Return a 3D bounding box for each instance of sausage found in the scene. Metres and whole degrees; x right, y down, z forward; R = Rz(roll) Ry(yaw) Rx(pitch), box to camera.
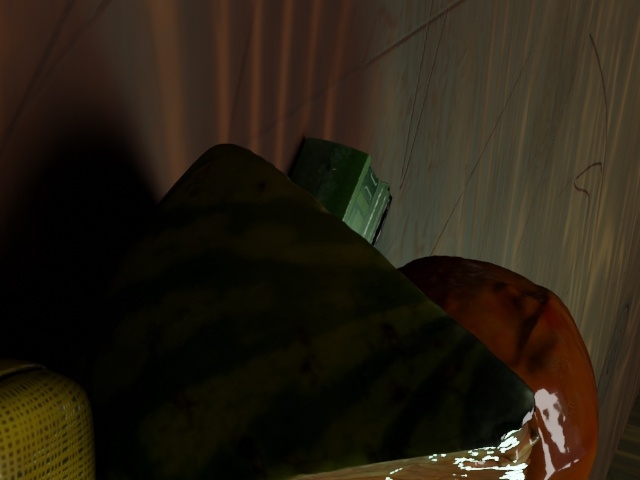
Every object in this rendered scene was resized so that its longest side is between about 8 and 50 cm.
[{"bbox_3d":[0.060,0.143,0.938,0.141,0.153,0.268,-43,150,-78],"label":"sausage"}]

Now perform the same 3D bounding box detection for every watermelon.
[{"bbox_3d":[-0.034,0.076,0.584,0.128,0.159,0.303,-41,166,-16],"label":"watermelon"}]

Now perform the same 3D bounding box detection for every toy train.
[{"bbox_3d":[0.000,0.000,0.787,0.056,0.038,0.093,62,48,-66],"label":"toy train"}]

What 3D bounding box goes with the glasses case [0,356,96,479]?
[{"bbox_3d":[-0.113,0.145,0.499,0.079,0.064,0.234,-26,132,-65],"label":"glasses case"}]
